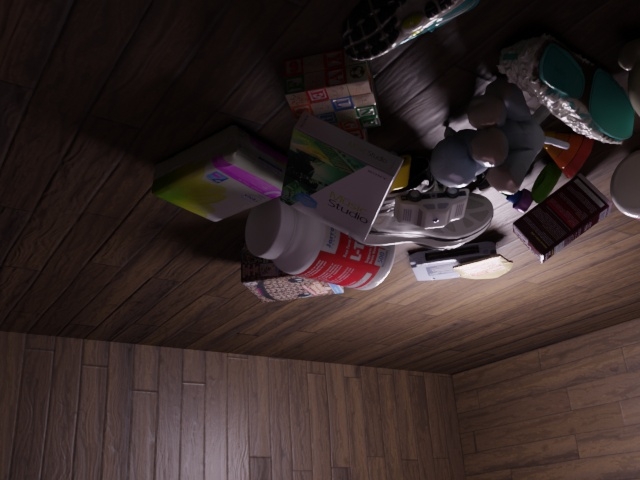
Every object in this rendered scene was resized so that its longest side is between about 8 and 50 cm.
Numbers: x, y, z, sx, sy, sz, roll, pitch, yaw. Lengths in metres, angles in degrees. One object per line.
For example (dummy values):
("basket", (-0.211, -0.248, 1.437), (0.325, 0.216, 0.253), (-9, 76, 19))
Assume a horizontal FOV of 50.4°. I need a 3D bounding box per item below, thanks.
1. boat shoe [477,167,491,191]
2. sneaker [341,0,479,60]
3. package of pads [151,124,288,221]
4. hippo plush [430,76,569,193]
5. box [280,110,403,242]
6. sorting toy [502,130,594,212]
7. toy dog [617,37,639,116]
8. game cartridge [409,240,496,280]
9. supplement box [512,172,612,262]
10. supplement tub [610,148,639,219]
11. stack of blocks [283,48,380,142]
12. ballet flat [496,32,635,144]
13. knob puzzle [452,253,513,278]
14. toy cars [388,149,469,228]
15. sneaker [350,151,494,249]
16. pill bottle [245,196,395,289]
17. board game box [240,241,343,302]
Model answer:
("boat shoe", (0.470, -0.195, 1.799), (0.065, 0.075, 0.206), (46, 153, 0))
("sneaker", (0.159, -0.394, 1.224), (0.275, 0.107, 0.110), (-14, 174, 37))
("package of pads", (-0.240, -0.158, 1.706), (0.296, 0.101, 0.229), (-19, 151, 32))
("hippo plush", (0.367, -0.238, 1.553), (0.294, 0.234, 0.236), (-38, -159, -35))
("box", (0.035, -0.130, 1.511), (0.232, 0.058, 0.322), (26, 153, 4))
("sorting toy", (0.567, -0.190, 1.790), (0.126, 0.127, 0.365), (29, 156, 0))
("toy dog", (0.774, -0.221, 1.295), (0.395, 0.408, 0.284), (24, 136, -30))
("game cartridge", (0.476, 0.078, 2.414), (0.297, 0.062, 0.198), (-9, 160, 13))
("supplement box", (0.673, -0.062, 1.898), (0.239, 0.130, 0.073), (-36, 153, 0))
("supplement tub", (0.932, -0.126, 1.832), (0.272, 0.191, 0.191), (15, 150, -36))
("stack of blocks", (0.041, -0.281, 1.477), (0.171, 0.087, 0.297), (-8, 156, 10))
("ballet flat", (0.521, -0.322, 1.444), (0.409, 0.147, 0.147), (21, 147, -39))
("knob puzzle", (0.572, 0.090, 2.353), (0.213, 0.030, 0.213), (-3, 156, -2))
("toy cars", (0.201, -0.103, 1.633), (0.393, 0.087, 0.176), (23, 133, -34))
("sneaker", (0.305, -0.108, 1.819), (0.447, 0.169, 0.257), (-5, 148, -19))
("pill bottle", (0.000, 0.000, 1.941), (0.407, 0.229, 0.229), (15, 150, -38))
("board game box", (-0.091, 0.092, 2.248), (0.291, 0.141, 0.232), (-9, 156, 12))
